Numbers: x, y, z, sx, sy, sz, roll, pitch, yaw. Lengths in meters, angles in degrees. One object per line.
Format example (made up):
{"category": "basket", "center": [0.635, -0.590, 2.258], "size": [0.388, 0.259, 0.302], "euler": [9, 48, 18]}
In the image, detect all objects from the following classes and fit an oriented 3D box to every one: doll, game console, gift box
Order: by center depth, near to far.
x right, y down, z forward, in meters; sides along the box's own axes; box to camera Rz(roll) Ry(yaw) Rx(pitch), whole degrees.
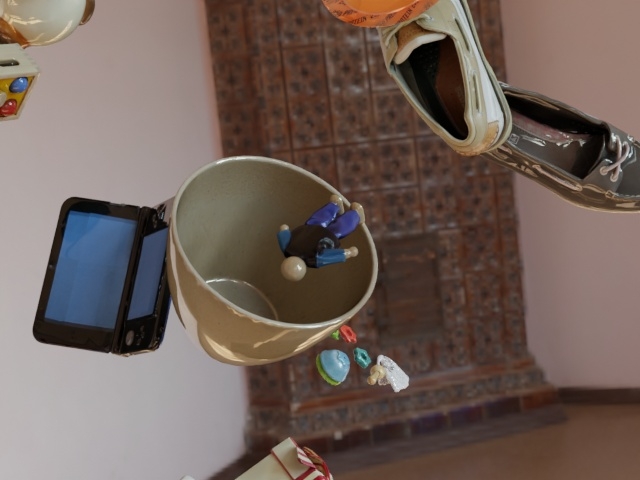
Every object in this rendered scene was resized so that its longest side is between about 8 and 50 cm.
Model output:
{"category": "doll", "center": [0.000, 0.000, 1.579], "size": [0.129, 0.046, 0.189], "euler": [21, 41, 22]}
{"category": "game console", "center": [-0.384, 0.053, 1.927], "size": [0.173, 0.293, 0.250], "euler": [17, -18, -28]}
{"category": "gift box", "center": [-0.052, 0.546, 1.978], "size": [0.258, 0.255, 0.276], "euler": [-33, -27, -16]}

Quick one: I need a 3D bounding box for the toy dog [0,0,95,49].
{"category": "toy dog", "center": [-0.493, -0.527, 1.883], "size": [0.284, 0.395, 0.408], "euler": [-47, -5, -36]}

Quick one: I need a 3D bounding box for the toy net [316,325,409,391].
{"category": "toy net", "center": [0.080, 0.236, 2.039], "size": [0.045, 0.122, 0.232], "euler": [-39, -43, 26]}

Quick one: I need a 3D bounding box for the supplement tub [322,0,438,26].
{"category": "supplement tub", "center": [0.035, -0.391, 1.130], "size": [0.193, 0.316, 0.194], "euler": [-12, -34, -8]}

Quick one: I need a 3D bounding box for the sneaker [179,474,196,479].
{"category": "sneaker", "center": [-0.231, 0.541, 1.897], "size": [0.123, 0.290, 0.106], "euler": [24, 39, 15]}

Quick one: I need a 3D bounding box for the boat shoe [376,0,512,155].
{"category": "boat shoe", "center": [0.129, -0.242, 1.267], "size": [0.113, 0.302, 0.103], "euler": [-35, -9, 26]}

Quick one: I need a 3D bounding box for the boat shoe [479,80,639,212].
{"category": "boat shoe", "center": [0.320, -0.124, 1.401], "size": [0.335, 0.112, 0.095], "euler": [21, -11, 4]}

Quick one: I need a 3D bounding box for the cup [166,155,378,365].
{"category": "cup", "center": [-0.106, 0.065, 1.666], "size": [0.331, 0.331, 0.237], "euler": [-10, -32, -34]}

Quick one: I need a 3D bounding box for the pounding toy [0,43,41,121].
{"category": "pounding toy", "center": [-0.545, -0.238, 1.724], "size": [0.141, 0.100, 0.130], "euler": [-21, -27, -54]}
